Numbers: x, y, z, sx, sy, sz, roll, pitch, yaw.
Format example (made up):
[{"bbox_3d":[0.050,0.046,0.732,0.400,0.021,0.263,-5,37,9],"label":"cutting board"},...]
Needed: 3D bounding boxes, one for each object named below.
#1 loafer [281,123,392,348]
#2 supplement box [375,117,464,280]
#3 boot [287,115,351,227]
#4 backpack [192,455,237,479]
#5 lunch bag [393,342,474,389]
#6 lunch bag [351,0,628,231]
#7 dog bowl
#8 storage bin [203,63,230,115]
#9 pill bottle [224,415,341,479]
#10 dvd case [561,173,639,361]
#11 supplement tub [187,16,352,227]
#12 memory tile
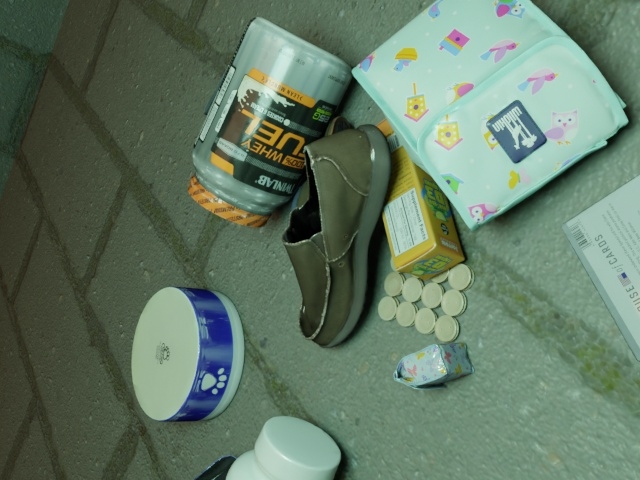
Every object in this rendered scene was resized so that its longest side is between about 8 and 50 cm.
[{"bbox_3d":[0.000,0.000,0.909,0.134,0.130,0.366,-119,33,-57],"label":"loafer"},{"bbox_3d":[0.130,-0.066,0.878,0.080,0.078,0.233,-30,56,36],"label":"supplement box"},{"bbox_3d":[-0.006,-0.098,1.039,0.106,0.082,0.219,5,86,45],"label":"boot"},{"bbox_3d":[-0.170,0.445,1.080,0.114,0.084,0.105,-41,42,-20],"label":"backpack"},{"bbox_3d":[0.149,0.170,0.817,0.083,0.071,0.053,-30,64,37],"label":"lunch bag"},{"bbox_3d":[0.202,-0.168,0.755,0.223,0.160,0.262,-36,63,11],"label":"lunch bag"},{"bbox_3d":[-0.271,0.226,1.233,0.265,0.104,0.265,-13,72,45],"label":"dog bowl"},{"bbox_3d":[-0.153,-0.280,1.243,0.091,0.098,0.135,44,116,13],"label":"storage bin"},{"bbox_3d":[-0.083,0.429,0.934,0.169,0.169,0.302,35,107,46],"label":"pill bottle"},{"bbox_3d":[0.391,-0.007,0.628,0.238,0.029,0.179,-41,54,34],"label":"dvd case"},{"bbox_3d":[-0.094,-0.194,1.046,0.193,0.193,0.316,43,112,43],"label":"supplement tub"},{"bbox_3d":[0.148,0.075,0.883,0.148,0.012,0.113,15,92,48],"label":"memory tile"}]
